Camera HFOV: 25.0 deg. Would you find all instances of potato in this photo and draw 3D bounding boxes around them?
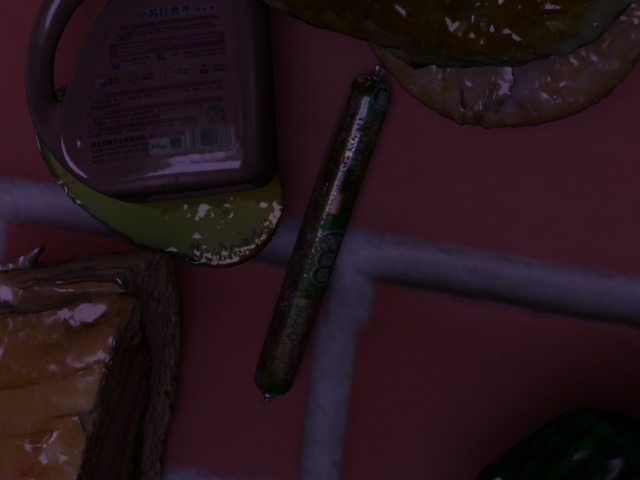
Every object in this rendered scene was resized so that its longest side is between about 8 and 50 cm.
[{"bbox_3d":[-0.114,-0.052,1.038,0.198,0.054,0.119,18,92,9],"label":"potato"}]

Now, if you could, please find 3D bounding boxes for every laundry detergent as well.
[{"bbox_3d":[-0.120,-0.146,0.981,0.171,0.076,0.237,-7,85,10],"label":"laundry detergent"}]

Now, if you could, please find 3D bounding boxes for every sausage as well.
[{"bbox_3d":[0.000,0.000,1.040,0.033,0.033,0.269,20,107,6],"label":"sausage"}]

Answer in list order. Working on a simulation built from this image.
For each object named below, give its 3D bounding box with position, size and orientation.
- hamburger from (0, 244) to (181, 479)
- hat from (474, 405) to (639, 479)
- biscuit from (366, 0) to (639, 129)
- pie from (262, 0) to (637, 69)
[{"bbox_3d":[-0.228,0.127,1.048,0.209,0.162,0.330,21,116,13],"label":"hamburger"},{"bbox_3d":[0.253,0.179,0.948,0.332,0.274,0.242,-43,95,-9],"label":"hat"},{"bbox_3d":[0.117,-0.173,0.946,0.220,0.033,0.220,11,116,24],"label":"biscuit"},{"bbox_3d":[0.083,-0.238,0.831,0.296,0.078,0.371,40,129,-14],"label":"pie"}]
